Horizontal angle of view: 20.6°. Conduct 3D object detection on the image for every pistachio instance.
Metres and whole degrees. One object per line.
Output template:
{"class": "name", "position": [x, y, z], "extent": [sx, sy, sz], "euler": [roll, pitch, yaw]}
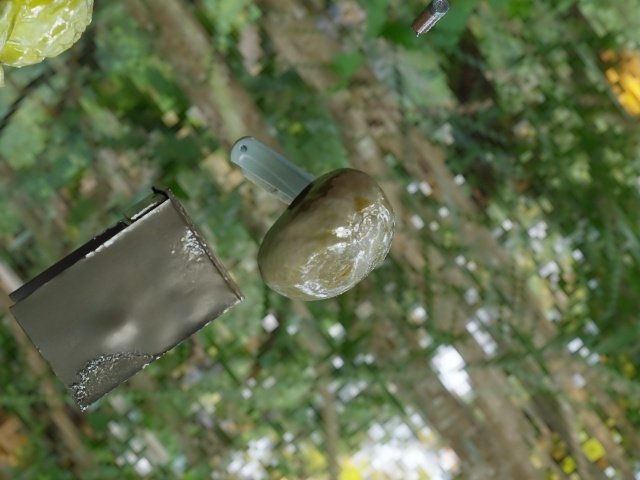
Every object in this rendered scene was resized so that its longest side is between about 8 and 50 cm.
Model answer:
{"class": "pistachio", "position": [0.000, 0.000, 1.805], "extent": [0.108, 0.126, 0.185], "euler": [3, 149, -42]}

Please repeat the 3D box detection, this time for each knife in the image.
{"class": "knife", "position": [-0.029, -0.058, 1.914], "extent": [0.044, 0.162, 0.023], "euler": [-56, 174, 15]}

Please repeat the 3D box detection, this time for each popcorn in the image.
{"class": "popcorn", "position": [-0.380, -0.308, 2.077], "extent": [0.206, 0.237, 0.251], "euler": [4, -114, 20]}

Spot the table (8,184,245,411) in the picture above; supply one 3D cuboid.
{"class": "table", "position": [-0.290, 0.077, 2.560], "extent": [0.282, 0.196, 0.250], "euler": [-35, -171, -6]}

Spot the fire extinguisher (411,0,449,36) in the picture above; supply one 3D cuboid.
{"class": "fire extinguisher", "position": [0.127, -0.263, 2.066], "extent": [0.083, 0.022, 0.028], "euler": [140, -39, -68]}
